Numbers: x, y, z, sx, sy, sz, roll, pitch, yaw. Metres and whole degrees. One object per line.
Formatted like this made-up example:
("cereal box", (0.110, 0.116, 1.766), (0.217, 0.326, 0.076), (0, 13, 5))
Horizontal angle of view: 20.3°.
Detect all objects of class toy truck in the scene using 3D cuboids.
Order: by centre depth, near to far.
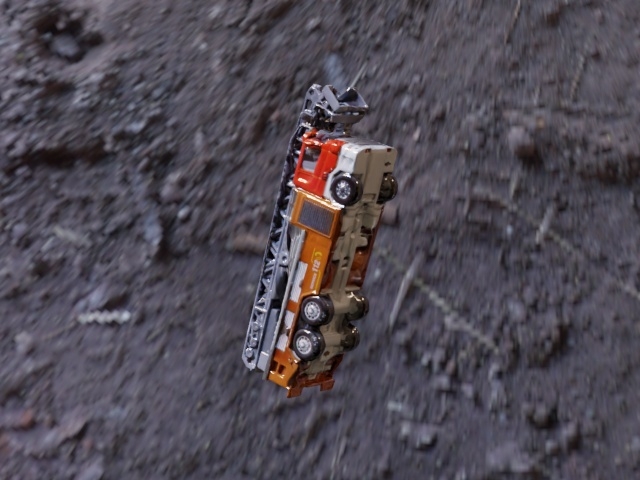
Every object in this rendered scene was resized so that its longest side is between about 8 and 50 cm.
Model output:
("toy truck", (0.000, 0.000, 0.484), (0.032, 0.024, 0.083), (25, 108, 36))
